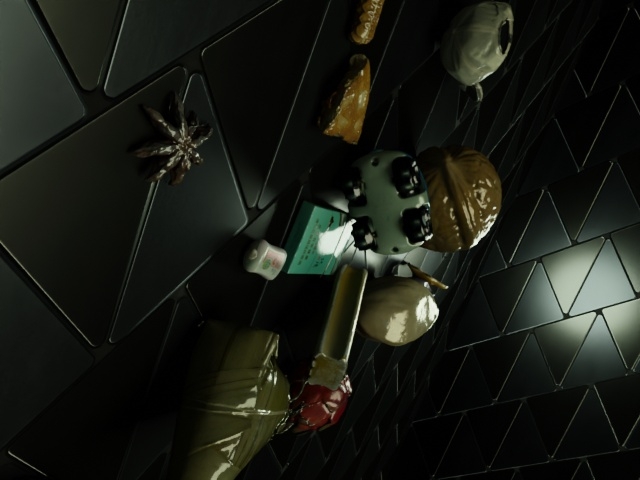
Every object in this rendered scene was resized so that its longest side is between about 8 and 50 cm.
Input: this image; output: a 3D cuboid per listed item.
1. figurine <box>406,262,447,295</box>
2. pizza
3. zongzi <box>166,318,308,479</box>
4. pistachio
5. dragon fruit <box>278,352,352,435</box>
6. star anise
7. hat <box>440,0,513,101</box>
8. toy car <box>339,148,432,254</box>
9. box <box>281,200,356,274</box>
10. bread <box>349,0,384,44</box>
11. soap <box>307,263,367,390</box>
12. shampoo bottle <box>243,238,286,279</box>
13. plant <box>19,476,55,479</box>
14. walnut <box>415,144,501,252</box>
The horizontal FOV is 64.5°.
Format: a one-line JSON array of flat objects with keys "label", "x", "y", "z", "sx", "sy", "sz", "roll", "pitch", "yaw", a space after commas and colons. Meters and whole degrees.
[{"label": "figurine", "x": 0.320, "y": 0.231, "z": 1.790, "sx": 0.257, "sy": 0.181, "sz": 0.208, "roll": -58, "pitch": -179, "yaw": 5}, {"label": "pizza", "x": 0.045, "y": -0.263, "z": 1.026, "sx": 0.161, "sy": 0.063, "sz": 0.182, "roll": -52, "pitch": 156, "yaw": -33}, {"label": "zongzi", "x": -0.170, "y": 0.411, "z": 1.035, "sx": 0.447, "sy": 0.182, "sz": 0.417, "roll": 74, "pitch": 25, "yaw": -54}, {"label": "pistachio", "x": 0.232, "y": 0.212, "z": 1.567, "sx": 0.332, "sy": 0.226, "sz": 0.207, "roll": -6, "pitch": 142, "yaw": -42}, {"label": "dragon fruit", "x": -0.023, "y": 0.421, "z": 1.374, "sx": 0.274, "sy": 0.193, "sz": 0.192, "roll": -60, "pitch": -178, "yaw": -2}, {"label": "star anise", "x": -0.206, "y": -0.136, "z": 0.726, "sx": 0.141, "sy": 0.042, "sz": 0.141, "roll": -38, "pitch": 143, "yaw": -36}, {"label": "hat", "x": 0.391, "y": -0.500, "z": 1.316, "sx": 0.275, "sy": 0.161, "sz": 0.231, "roll": -33, "pitch": 144, "yaw": -82}, {"label": "toy car", "x": 0.166, "y": -0.097, "z": 1.209, "sx": 0.190, "sy": 0.189, "sz": 0.255, "roll": -41, "pitch": 118, "yaw": -65}, {"label": "box", "x": 0.001, "y": 0.000, "z": 1.185, "sx": 0.229, "sy": 0.042, "sz": 0.161, "roll": 9, "pitch": 106, "yaw": -62}, {"label": "bread", "x": 0.094, "y": -0.449, "z": 0.955, "sx": 0.052, "sy": 0.044, "sz": 0.157, "roll": -5, "pitch": 118, "yaw": -51}, {"label": "soap", "x": 0.044, "y": 0.212, "z": 1.268, "sx": 0.173, "sy": 0.089, "sz": 0.274, "roll": 102, "pitch": 4, "yaw": -50}, {"label": "shampoo bottle", "x": -0.115, "y": 0.037, "z": 1.023, "sx": 0.072, "sy": 0.043, "sz": 0.099, "roll": -61, "pitch": 152, "yaw": -3}, {"label": "plant", "x": -0.403, "y": 0.479, "z": 0.736, "sx": 0.178, "sy": 0.234, "sz": 0.204, "roll": -47, "pitch": 154, "yaw": -17}, {"label": "walnut", "x": 0.355, "y": -0.119, "z": 1.430, "sx": 0.333, "sy": 0.333, "sz": 0.332, "roll": -40, "pitch": 144, "yaw": -37}]
